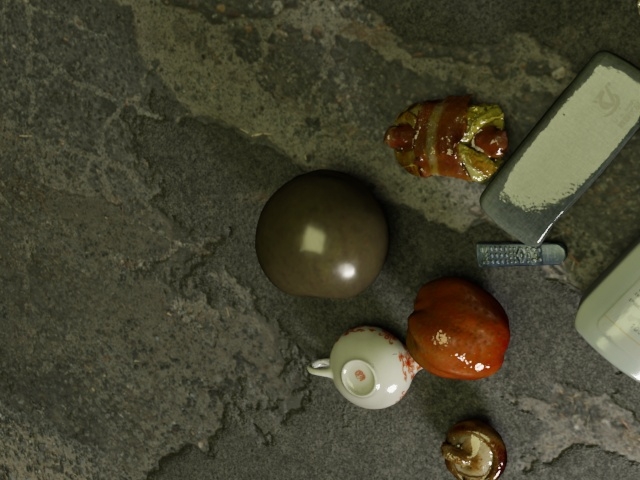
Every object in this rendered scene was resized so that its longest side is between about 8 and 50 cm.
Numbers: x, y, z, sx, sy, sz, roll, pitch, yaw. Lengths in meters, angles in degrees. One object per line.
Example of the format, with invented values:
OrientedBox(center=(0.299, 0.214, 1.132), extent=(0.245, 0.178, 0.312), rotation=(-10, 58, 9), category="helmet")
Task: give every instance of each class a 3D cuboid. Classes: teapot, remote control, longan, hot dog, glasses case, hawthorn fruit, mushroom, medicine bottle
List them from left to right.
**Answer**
OrientedBox(center=(0.000, 0.000, 1.464), extent=(0.248, 0.248, 0.248), rotation=(7, 107, 23), category="longan")
OrientedBox(center=(0.080, 0.238, 1.566), extent=(0.245, 0.116, 0.159), rotation=(3, 117, 30), category="teapot")
OrientedBox(center=(0.207, -0.165, 1.383), extent=(0.213, 0.103, 0.146), rotation=(1, 104, 26), category="hot dog")
OrientedBox(center=(0.234, 0.155, 1.423), extent=(0.189, 0.189, 0.189), rotation=(7, 107, 23), category="hawthorn fruit")
OrientedBox(center=(0.280, 0.387, 1.515), extent=(0.127, 0.087, 0.127), rotation=(9, 110, 27), category="mushroom")
OrientedBox(center=(0.342, 0.023, 1.419), extent=(0.152, 0.027, 0.043), rotation=(-2, 110, 27), category="remote control")
OrientedBox(center=(0.390, -0.141, 1.321), extent=(0.131, 0.074, 0.323), rotation=(40, 117, 8), category="glasses case")
OrientedBox(center=(0.554, 0.059, 1.276), extent=(0.179, 0.124, 0.324), rotation=(40, 119, 8), category="medicine bottle")

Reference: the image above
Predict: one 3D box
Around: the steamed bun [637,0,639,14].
OrientedBox(center=(0.569, -0.318, 1.113), extent=(0.276, 0.203, 0.289), rotation=(3, 106, 24), category="steamed bun")
